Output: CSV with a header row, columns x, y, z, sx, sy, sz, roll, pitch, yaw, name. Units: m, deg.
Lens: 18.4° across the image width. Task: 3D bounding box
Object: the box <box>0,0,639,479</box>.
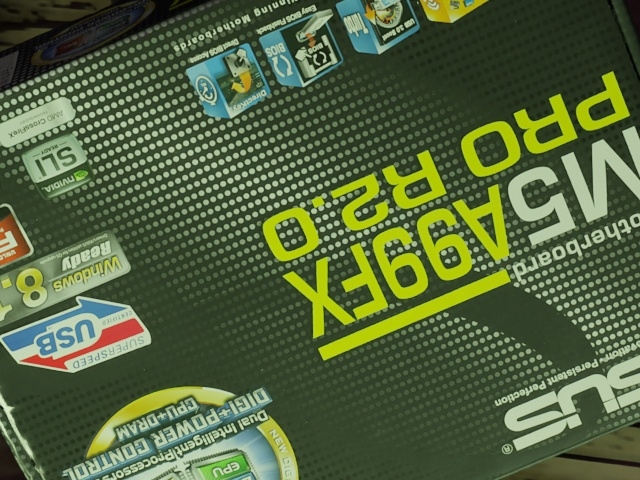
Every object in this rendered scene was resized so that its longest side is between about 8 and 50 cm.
x,y,z,sx,sy,sz,roll,pitch,yaw,name
0.000,0.000,0.730,0.270,0.060,0.216,-22,111,5,box
